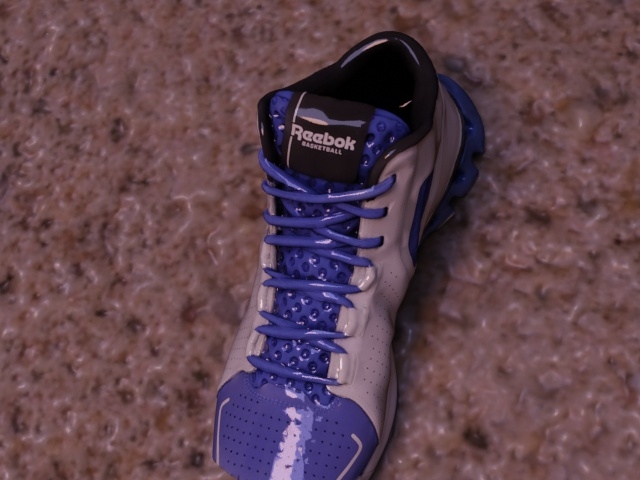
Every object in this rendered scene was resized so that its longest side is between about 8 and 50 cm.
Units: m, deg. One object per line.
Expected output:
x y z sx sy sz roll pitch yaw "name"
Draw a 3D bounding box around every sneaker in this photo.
0.001 -0.001 0.702 0.127 0.182 0.315 16 76 21 "sneaker"
